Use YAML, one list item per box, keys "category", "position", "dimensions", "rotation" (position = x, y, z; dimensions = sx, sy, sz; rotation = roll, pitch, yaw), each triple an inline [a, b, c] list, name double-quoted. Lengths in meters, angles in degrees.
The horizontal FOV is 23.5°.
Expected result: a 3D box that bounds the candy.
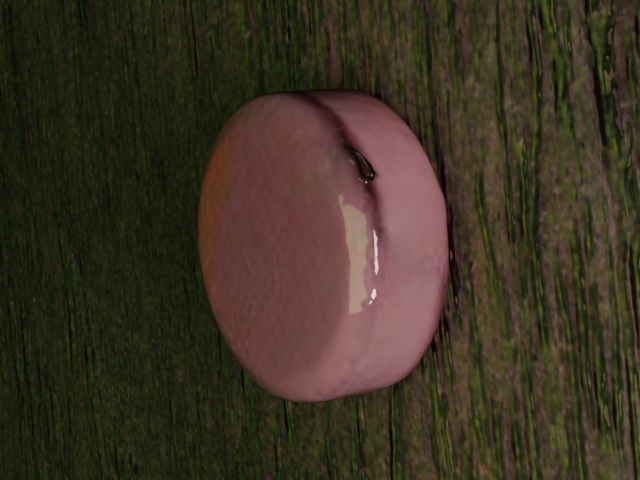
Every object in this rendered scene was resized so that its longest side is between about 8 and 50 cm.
- category: "candy"
  position: [0.000, 0.000, 1.185]
  dimensions: [0.255, 0.094, 0.255]
  rotation: [11, 104, 53]
